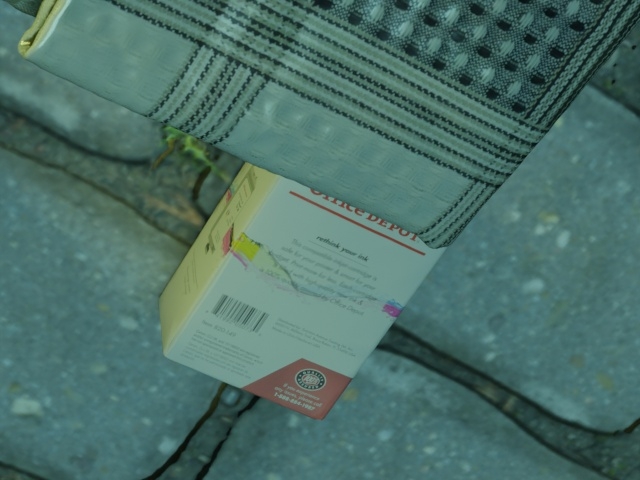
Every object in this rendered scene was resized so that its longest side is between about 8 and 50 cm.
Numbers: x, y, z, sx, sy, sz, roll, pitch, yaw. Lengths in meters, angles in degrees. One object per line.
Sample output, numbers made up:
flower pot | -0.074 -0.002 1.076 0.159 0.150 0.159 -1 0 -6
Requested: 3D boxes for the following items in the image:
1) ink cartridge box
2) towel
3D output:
ink cartridge box | 0.000 0.000 0.979 0.115 0.067 0.198 25 115 -21
towel | 0.030 -0.167 0.765 0.324 0.056 0.312 27 114 -28
